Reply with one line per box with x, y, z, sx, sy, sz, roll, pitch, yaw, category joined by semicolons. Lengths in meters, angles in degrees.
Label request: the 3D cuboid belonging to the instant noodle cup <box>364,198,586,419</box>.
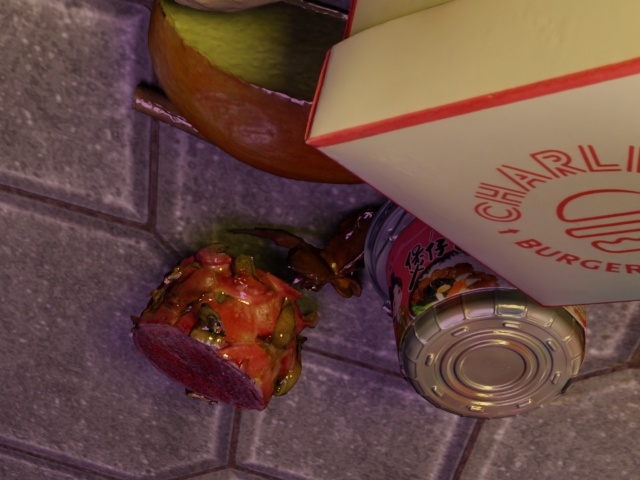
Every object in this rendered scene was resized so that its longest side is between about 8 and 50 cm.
0.175;0.068;1.090;0.258;0.182;0.302;-2;132;5;instant noodle cup

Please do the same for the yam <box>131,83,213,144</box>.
-0.139;-0.130;1.149;0.145;0.032;0.032;24;135;-6;yam

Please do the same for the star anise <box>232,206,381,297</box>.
-0.007;0.000;1.219;0.140;0.144;0.158;-21;148;-22;star anise

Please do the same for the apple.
-0.010;-0.146;1.023;0.346;0.254;0.179;18;95;2;apple

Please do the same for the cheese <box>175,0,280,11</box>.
-0.029;-0.283;0.894;0.262;0.093;0.159;-4;95;19;cheese

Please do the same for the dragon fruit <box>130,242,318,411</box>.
-0.110;0.100;1.269;0.211;0.147;0.282;28;152;3;dragon fruit

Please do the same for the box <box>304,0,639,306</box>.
0.224;-0.150;0.724;0.314;0.300;0.312;-9;150;42;box
